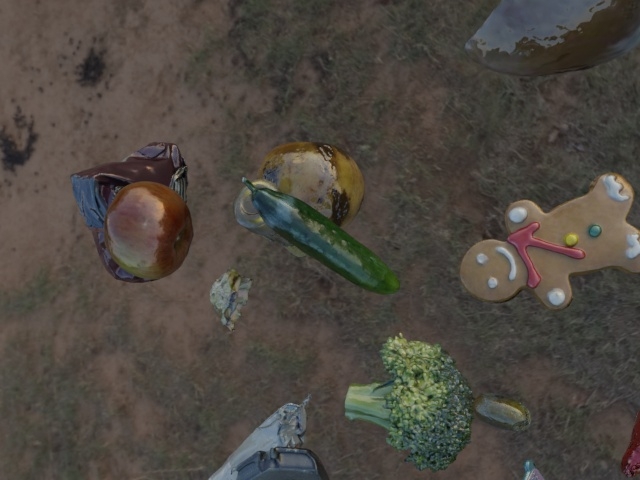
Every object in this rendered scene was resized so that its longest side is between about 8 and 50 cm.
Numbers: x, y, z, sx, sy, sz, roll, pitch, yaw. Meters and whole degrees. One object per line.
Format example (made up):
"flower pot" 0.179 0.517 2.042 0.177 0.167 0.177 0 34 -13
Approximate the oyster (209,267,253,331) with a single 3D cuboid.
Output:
"oyster" -0.209 0.134 1.445 0.072 0.209 0.133 25 83 7

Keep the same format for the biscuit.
"biscuit" 0.420 0.019 1.155 0.339 0.047 0.216 -18 77 12

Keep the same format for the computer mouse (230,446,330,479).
"computer mouse" -0.040 0.353 0.902 0.126 0.231 0.071 -17 35 9

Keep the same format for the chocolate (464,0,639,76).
"chocolate" 0.222 -0.188 0.448 0.080 0.254 0.157 47 136 8

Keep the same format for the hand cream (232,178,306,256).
"hand cream" -0.066 -0.027 1.059 0.084 0.203 0.084 -8 67 20

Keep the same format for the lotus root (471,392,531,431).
"lotus root" 0.491 0.476 1.762 0.192 0.113 0.088 4 65 43

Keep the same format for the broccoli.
"broccoli" 0.195 0.314 1.263 0.260 0.288 0.235 31 76 26

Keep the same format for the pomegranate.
"pomegranate" -0.028 -0.151 1.829 0.322 0.322 0.322 -3 84 34

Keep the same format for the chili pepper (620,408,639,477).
"chili pepper" 0.745 0.390 1.379 0.110 0.387 0.110 23 127 33

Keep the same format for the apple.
"apple" -0.226 -0.013 0.826 0.102 0.126 0.126 12 93 5

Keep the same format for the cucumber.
"cucumber" 0.000 0.000 0.799 0.250 0.056 0.056 34 109 -8

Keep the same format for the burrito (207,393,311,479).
"burrito" -0.159 0.544 1.511 0.445 0.101 0.139 -49 46 7

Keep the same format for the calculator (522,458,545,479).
"calculator" 0.406 0.476 1.167 0.019 0.094 0.141 -17 114 48

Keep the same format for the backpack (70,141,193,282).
"backpack" -0.421 -0.049 1.498 0.197 0.283 0.317 12 120 37
